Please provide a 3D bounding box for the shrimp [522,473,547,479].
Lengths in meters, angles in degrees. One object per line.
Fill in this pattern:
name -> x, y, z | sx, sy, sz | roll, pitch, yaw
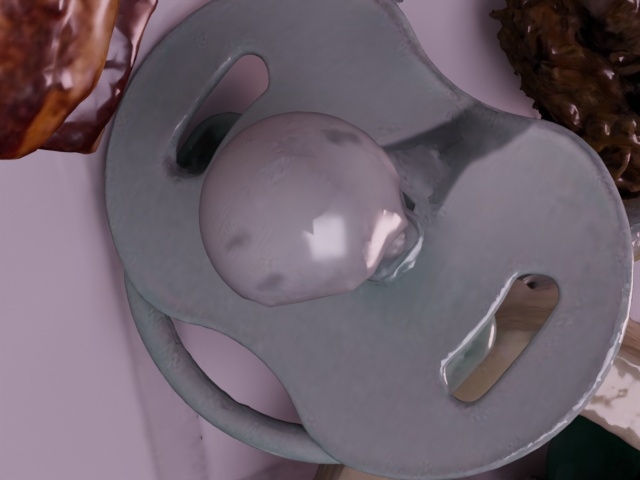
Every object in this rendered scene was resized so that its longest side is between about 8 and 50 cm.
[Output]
shrimp -> 0.240, 0.261, 0.973 | 0.057, 0.065, 0.165 | -41, 148, 16

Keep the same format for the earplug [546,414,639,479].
earplug -> 0.316, 0.150, 0.896 | 0.280, 0.164, 0.257 | -27, 131, -31

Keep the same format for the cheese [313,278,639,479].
cheese -> 0.145, 0.207, 0.750 | 0.292, 0.153, 0.332 | 38, 105, -5

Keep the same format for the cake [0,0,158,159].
cake -> -0.171, -0.160, 0.413 | 0.196, 0.293, 0.198 | 10, 111, -32

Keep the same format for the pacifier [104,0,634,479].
pacifier -> 0.000, 0.000, 0.562 | 0.288, 0.343, 0.269 | -55, 167, 7

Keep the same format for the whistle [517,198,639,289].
whistle -> 0.268, -0.011, 0.864 | 0.327, 0.057, 0.068 | -23, 164, -17

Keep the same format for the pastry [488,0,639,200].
pastry -> 0.265, -0.148, 0.706 | 0.193, 0.275, 0.274 | -51, 137, -46
